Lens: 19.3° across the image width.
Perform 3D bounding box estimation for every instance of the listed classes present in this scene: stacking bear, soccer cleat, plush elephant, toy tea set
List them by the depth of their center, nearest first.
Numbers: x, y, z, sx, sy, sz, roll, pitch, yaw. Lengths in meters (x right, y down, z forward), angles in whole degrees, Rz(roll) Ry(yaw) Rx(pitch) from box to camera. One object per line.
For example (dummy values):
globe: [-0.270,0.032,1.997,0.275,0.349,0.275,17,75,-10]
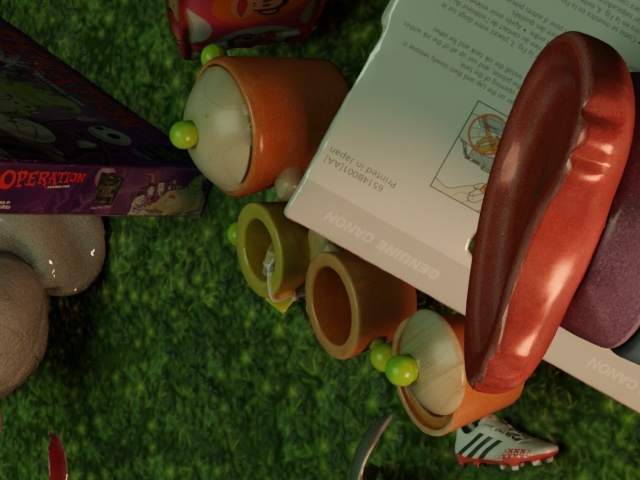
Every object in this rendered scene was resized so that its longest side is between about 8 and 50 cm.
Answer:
stacking bear: [0.234,0.008,0.939,0.164,0.289,0.175,-86,12,-61]
toy tea set: [0.000,0.000,1.219,0.336,0.124,0.200,34,129,53]
soccer cleat: [0.120,0.131,1.229,0.083,0.029,0.035,-8,88,49]
plush elephant: [-0.324,0.045,1.537,0.255,0.272,0.330,39,160,-1]

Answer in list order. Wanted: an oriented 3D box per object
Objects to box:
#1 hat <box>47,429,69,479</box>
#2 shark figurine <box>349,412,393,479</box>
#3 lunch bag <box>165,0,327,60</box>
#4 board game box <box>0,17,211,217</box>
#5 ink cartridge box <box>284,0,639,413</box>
hat: [-0.163,0.302,1.475,0.173,0.208,0.183,23,67,30]
shark figurine: [0.102,0.236,1.201,0.278,0.116,0.166,20,69,35]
lunch bag: [-0.066,-0.282,1.267,0.293,0.120,0.258,113,147,-73]
board game box: [-0.267,-0.113,1.486,0.347,0.208,0.056,35,110,38]
ink cartridge box: [0.167,-0.060,1.046,0.296,0.066,0.261,29,113,0]
